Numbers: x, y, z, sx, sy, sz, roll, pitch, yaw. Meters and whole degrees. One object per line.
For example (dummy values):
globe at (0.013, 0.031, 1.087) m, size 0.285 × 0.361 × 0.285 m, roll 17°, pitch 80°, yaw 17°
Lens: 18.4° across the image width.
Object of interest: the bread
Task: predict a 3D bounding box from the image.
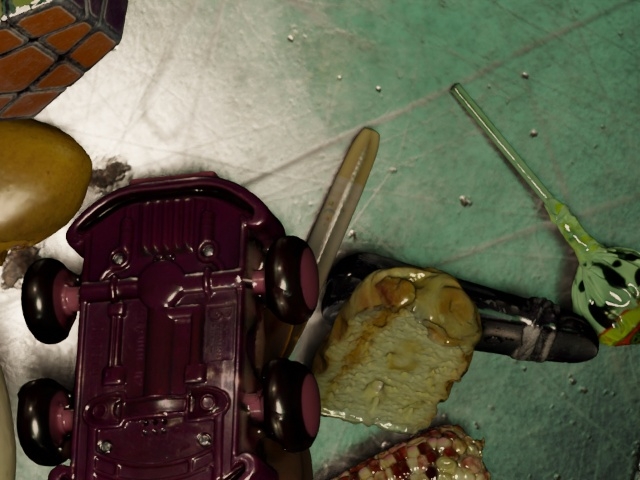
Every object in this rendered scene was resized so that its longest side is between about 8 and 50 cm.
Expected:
bread at (0.069, 0.099, 1.805) m, size 0.128 × 0.232 × 0.088 m, roll 23°, pitch 53°, yaw -4°

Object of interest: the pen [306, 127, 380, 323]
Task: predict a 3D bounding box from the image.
pen at (0.000, 0.000, 1.877) m, size 0.040 × 0.032 × 0.233 m, roll 23°, pitch 90°, yaw 15°

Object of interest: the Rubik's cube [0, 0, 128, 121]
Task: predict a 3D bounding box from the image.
Rubik's cube at (-0.311, -0.251, 1.695) m, size 0.264 × 0.319 × 0.319 m, roll 30°, pitch 90°, yaw -36°

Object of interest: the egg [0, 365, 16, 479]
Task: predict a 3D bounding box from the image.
egg at (-0.397, 0.175, 1.681) m, size 0.283 × 0.283 × 0.345 m, roll -22°, pitch 94°, yaw -5°

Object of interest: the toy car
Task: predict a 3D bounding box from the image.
toy car at (-0.109, 0.128, 1.780) m, size 0.271 × 0.240 × 0.340 m, roll -4°, pitch 69°, yaw 17°

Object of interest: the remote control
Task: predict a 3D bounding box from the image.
remote control at (0.134, 0.064, 1.871) m, size 0.266 × 0.090 × 0.066 m, roll 10°, pitch 69°, yaw -4°

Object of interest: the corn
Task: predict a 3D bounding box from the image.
corn at (0.033, 0.258, 1.877) m, size 0.281 × 0.092 × 0.092 m, roll -23°, pitch 97°, yaw -1°

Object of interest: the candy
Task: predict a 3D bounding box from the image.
candy at (0.219, -0.026, 1.892) m, size 0.091 × 0.083 × 0.305 m, roll -40°, pitch 90°, yaw 14°

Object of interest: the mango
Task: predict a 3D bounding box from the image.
mango at (-0.338, -0.053, 1.770) m, size 0.262 × 0.130 × 0.167 m, roll 8°, pitch 81°, yaw 0°

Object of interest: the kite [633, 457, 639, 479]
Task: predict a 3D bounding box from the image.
kite at (0.420, 0.255, 1.963) m, size 0.335 × 0.011 × 0.314 m, roll -34°, pitch 99°, yaw -3°
